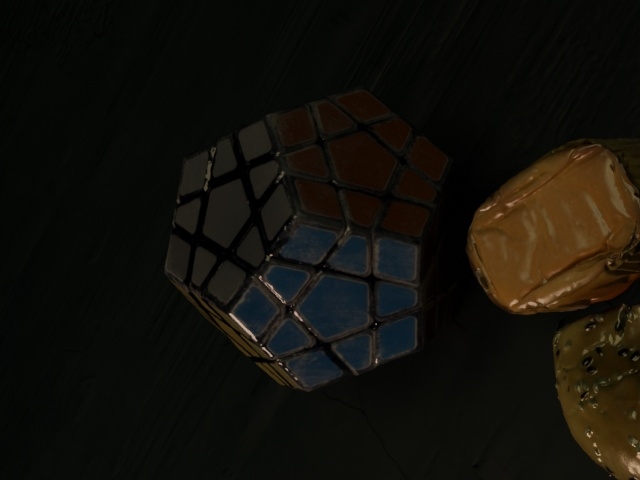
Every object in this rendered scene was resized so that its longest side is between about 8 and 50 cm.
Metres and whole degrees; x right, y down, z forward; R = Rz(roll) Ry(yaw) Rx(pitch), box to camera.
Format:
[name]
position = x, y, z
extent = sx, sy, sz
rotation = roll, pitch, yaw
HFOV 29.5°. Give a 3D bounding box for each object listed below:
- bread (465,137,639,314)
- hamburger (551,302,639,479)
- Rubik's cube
[bread]
position = 0.237, -0.012, 1.112
extent = 0.190, 0.114, 0.132
rotation = -37, 64, 42
[hamburger]
position = 0.317, 0.131, 0.944
extent = 0.288, 0.167, 0.192
rotation = -8, 70, 43
[Rubik's cube]
position = 0.001, 0.000, 1.230
extent = 0.319, 0.319, 0.264
rotation = -53, 21, 20
